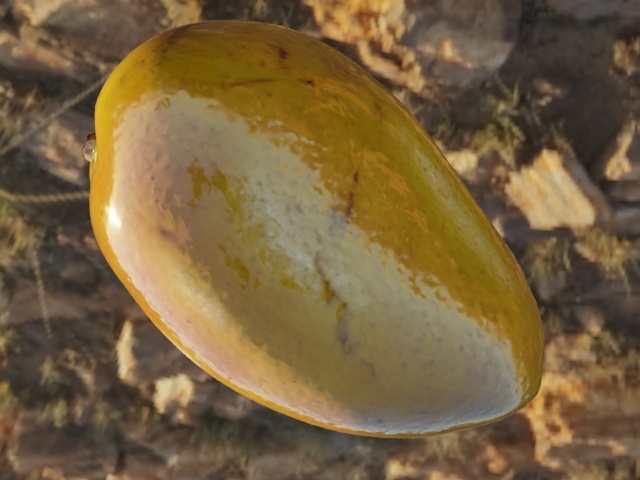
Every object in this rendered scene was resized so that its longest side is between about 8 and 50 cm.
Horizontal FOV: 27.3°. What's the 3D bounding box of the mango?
[{"bbox_3d":[0.000,0.000,0.548,0.219,0.145,0.112,39,154,4],"label":"mango"}]
